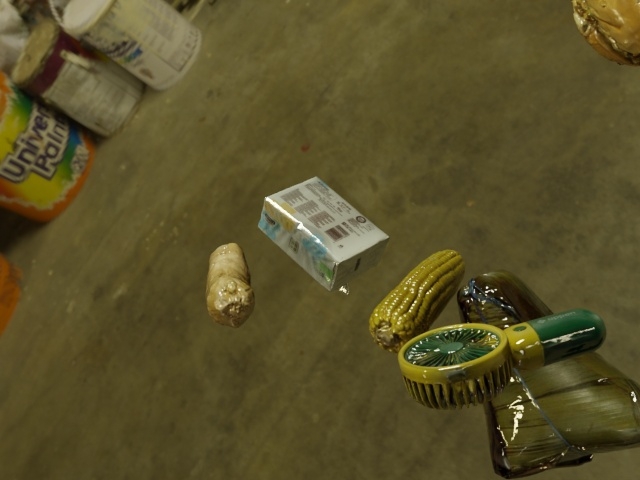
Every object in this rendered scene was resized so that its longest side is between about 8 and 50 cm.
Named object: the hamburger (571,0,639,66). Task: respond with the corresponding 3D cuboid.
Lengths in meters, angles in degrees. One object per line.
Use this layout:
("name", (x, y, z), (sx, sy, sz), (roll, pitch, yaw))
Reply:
("hamburger", (0.575, -0.456, 1.255), (0.158, 0.318, 0.319), (130, 163, -77))

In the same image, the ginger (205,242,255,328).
("ginger", (-0.134, 0.068, 1.069), (0.190, 0.069, 0.095), (-113, 40, -67))

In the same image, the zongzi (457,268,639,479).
("zongzi", (0.341, 0.158, 0.972), (0.300, 0.138, 0.286), (-20, 78, 43))

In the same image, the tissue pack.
("tissue pack", (0.000, 0.000, 1.529), (0.229, 0.159, 0.145), (41, 137, 26))

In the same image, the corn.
("corn", (0.149, 0.086, 1.074), (0.080, 0.080, 0.231), (-10, 18, 39))

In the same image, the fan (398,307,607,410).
("fan", (0.136, 0.085, 0.538), (0.155, 0.039, 0.082), (-15, 12, 0))
